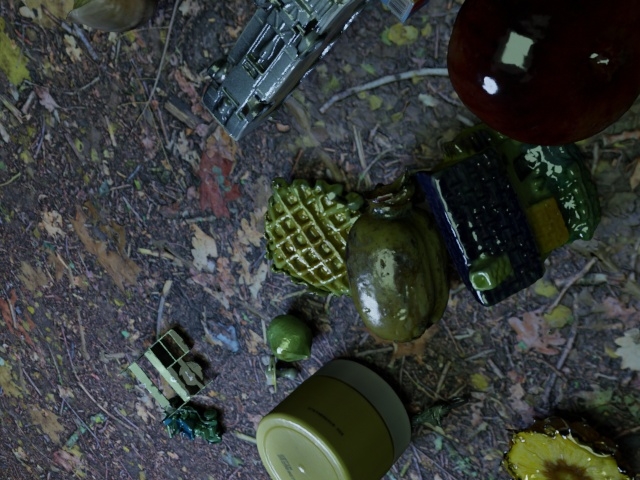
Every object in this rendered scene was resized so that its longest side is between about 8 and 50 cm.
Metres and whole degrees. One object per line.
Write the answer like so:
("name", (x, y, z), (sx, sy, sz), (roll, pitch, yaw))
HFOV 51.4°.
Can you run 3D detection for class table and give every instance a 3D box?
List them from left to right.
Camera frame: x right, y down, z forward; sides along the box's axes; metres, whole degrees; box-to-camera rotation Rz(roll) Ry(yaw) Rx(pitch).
("table", (-0.334, 0.294, 1.474), (0.175, 0.062, 0.146), (-40, 90, 9))

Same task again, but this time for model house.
("model house", (0.226, -0.045, 0.832), (0.170, 0.211, 0.193), (-14, 105, 40))

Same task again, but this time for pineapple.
("pineapple", (0.387, 0.350, 1.032), (0.225, 0.076, 0.224), (18, 126, 26))

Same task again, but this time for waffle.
("waffle", (0.000, 0.000, 1.103), (0.208, 0.054, 0.214), (18, 122, 20))

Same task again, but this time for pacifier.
("pacifier", (-0.077, 0.259, 1.308), (0.064, 0.068, 0.083), (-1, 140, -3))

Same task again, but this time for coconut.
("coconut", (-0.055, 0.181, 1.221), (0.096, 0.088, 0.087), (40, 130, 18))

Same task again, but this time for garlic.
("garlic", (-0.322, -0.388, 1.067), (0.196, 0.101, 0.086), (-7, 80, 42))

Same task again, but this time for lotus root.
("lotus root", (0.109, 0.019, 0.982), (0.154, 0.154, 0.278), (3, 115, 32))

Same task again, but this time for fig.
("fig", (0.247, -0.222, 0.720), (0.235, 0.235, 0.214), (-47, 48, 40))

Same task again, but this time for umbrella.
("umbrella", (0.176, 0.324, 1.188), (0.044, 0.044, 0.269), (20, 143, -24))

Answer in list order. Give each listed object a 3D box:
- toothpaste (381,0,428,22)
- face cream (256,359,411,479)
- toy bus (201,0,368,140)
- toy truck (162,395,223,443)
("toothpaste", (0.068, -0.377, 0.857), (0.193, 0.070, 0.044), (46, 160, 3))
("face cream", (0.022, 0.350, 1.182), (0.218, 0.179, 0.218), (22, 127, 32))
("toy bus", (-0.049, -0.267, 0.900), (0.097, 0.138, 0.342), (49, 144, -3))
("toy truck", (-0.300, 0.421, 1.518), (0.154, 0.078, 0.080), (9, 121, 29))
